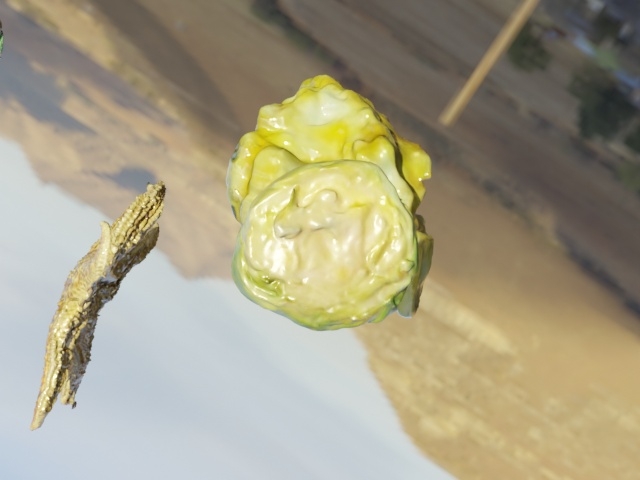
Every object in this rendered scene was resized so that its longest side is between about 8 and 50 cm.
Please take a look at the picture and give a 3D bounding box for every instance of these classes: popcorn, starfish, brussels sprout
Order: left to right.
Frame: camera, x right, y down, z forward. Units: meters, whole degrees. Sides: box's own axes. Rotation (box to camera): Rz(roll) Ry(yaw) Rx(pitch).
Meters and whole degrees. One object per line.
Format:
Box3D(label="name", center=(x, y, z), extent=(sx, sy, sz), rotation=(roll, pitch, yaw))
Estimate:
Box3D(label="starfish", center=(-0.257, 0.066, 1.740), extent=(0.060, 0.302, 0.299), rotation=(25, -177, 0))
Box3D(label="brussels sprout", center=(0.001, 0.001, 1.312), extent=(0.151, 0.149, 0.122), rotation=(32, 174, -17))
Box3D(label="popcorn", center=(0.022, -0.039, 2.166), extent=(0.294, 0.334, 0.292), rotation=(11, 134, 11))

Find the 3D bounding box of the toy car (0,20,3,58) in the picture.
Box3D(label="toy car", center=(-0.319, -0.185, 1.375), extent=(0.069, 0.055, 0.142), rotation=(3, -178, -17))
